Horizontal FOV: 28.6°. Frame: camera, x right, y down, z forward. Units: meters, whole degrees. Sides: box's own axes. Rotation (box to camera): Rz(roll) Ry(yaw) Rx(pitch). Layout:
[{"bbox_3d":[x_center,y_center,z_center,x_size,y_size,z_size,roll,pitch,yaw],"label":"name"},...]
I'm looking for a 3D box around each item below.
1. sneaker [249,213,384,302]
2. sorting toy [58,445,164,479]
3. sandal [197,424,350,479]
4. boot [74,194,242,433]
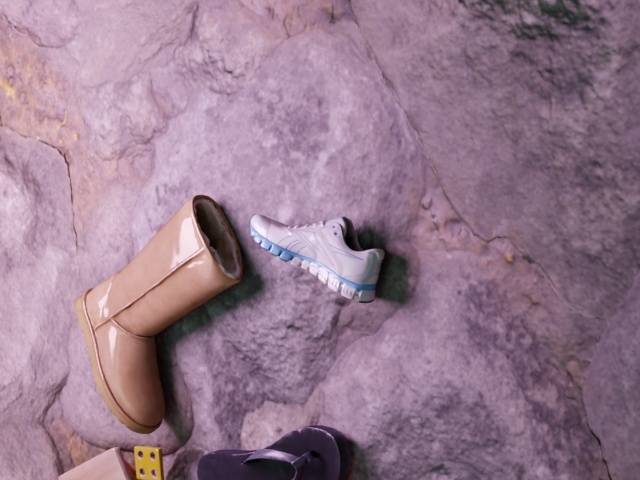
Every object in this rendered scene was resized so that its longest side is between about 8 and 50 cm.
[{"bbox_3d":[0.000,0.000,1.555,0.191,0.071,0.083,27,104,21],"label":"sneaker"},{"bbox_3d":[-0.295,0.373,1.810,0.274,0.046,0.132,-31,78,34],"label":"sorting toy"},{"bbox_3d":[-0.067,0.306,1.637,0.254,0.054,0.097,-21,84,35],"label":"sandal"},{"bbox_3d":[-0.205,0.105,1.693,0.269,0.089,0.236,-35,76,31],"label":"boot"}]
